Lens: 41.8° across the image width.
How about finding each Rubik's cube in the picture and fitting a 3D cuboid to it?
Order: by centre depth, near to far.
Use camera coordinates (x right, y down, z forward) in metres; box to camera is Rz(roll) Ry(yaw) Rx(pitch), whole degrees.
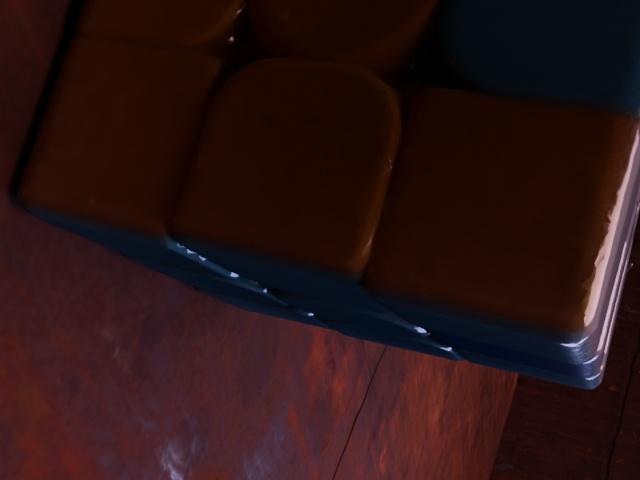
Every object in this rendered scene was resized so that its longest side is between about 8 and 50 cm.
[{"bbox_3d":[0.056,-0.090,0.511,0.290,0.292,0.291,40,64,-68],"label":"Rubik's cube"}]
